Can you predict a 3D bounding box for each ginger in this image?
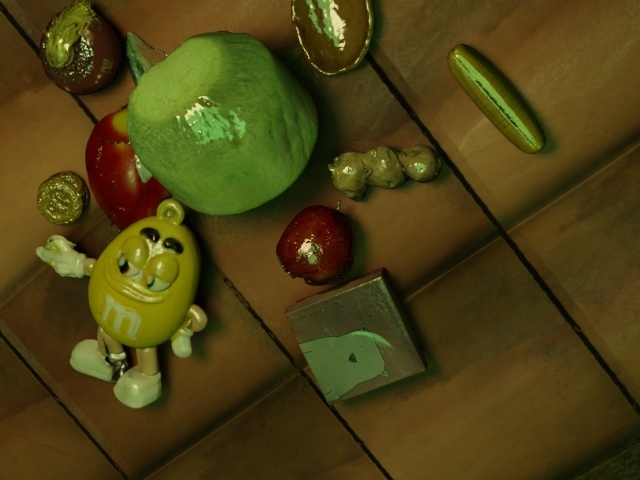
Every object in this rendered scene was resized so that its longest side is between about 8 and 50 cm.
[{"bbox_3d":[0.119,-0.131,1.476,0.204,0.080,0.104,-12,128,15],"label":"ginger"}]

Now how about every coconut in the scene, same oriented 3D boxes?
[{"bbox_3d":[-0.160,-0.194,1.400,0.281,0.328,0.329,28,112,34],"label":"coconut"}]

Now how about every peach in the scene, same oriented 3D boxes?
[{"bbox_3d":[-0.379,-0.127,1.574,0.189,0.068,0.279,9,108,10],"label":"peach"}]

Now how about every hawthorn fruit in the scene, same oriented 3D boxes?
[{"bbox_3d":[0.000,0.000,1.507,0.148,0.148,0.172,22,93,3],"label":"hawthorn fruit"}]

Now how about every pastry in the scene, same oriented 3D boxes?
[{"bbox_3d":[-0.516,-0.086,1.617,0.097,0.057,0.109,18,111,-1],"label":"pastry"}]

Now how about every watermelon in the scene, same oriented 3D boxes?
[{"bbox_3d":[-0.325,-0.319,1.520,0.155,0.080,0.101,45,144,-7],"label":"watermelon"}]

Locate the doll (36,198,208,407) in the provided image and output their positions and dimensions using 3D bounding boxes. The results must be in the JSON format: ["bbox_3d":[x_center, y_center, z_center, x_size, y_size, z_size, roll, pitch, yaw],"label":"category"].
[{"bbox_3d":[-0.384,0.130,1.607,0.348,0.161,0.423,-4,111,16],"label":"doll"}]

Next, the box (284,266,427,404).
[{"bbox_3d":[0.070,0.182,1.572,0.215,0.086,0.215,-23,101,15],"label":"box"}]

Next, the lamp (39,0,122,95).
[{"bbox_3d":[-0.448,-0.346,1.485,0.156,0.135,0.157,-37,99,18],"label":"lamp"}]

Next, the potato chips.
[{"bbox_3d":[0.022,-0.400,1.429,0.150,0.049,0.202,-17,104,18],"label":"potato chips"}]

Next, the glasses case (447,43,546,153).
[{"bbox_3d":[0.307,-0.246,1.407,0.064,0.079,0.234,-40,96,25],"label":"glasses case"}]
